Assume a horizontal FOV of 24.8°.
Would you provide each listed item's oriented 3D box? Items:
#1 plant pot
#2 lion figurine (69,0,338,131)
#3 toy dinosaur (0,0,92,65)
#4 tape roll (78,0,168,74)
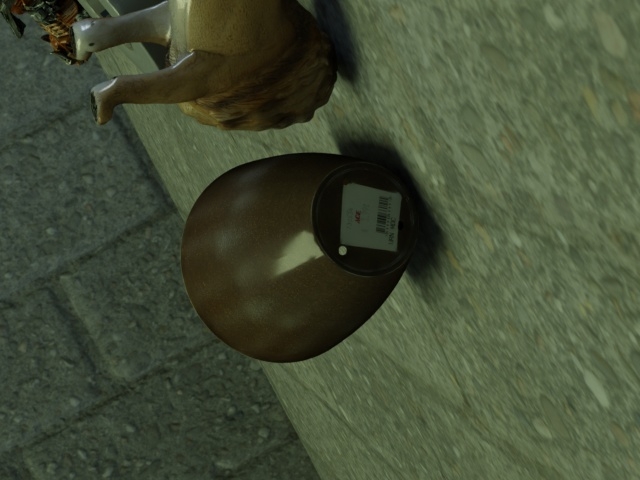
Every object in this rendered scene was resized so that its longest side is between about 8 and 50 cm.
[{"bbox_3d":[0.000,0.000,1.412,0.215,0.215,0.230,61,155,-2],"label":"plant pot"},{"bbox_3d":[-0.083,-0.226,1.198,0.392,0.240,0.142,101,152,-53],"label":"lion figurine"},{"bbox_3d":[-0.338,-0.371,1.946,0.164,0.218,0.322,58,170,18],"label":"toy dinosaur"},{"bbox_3d":[-0.200,-0.258,1.465,0.219,0.072,0.219,48,174,7],"label":"tape roll"}]
